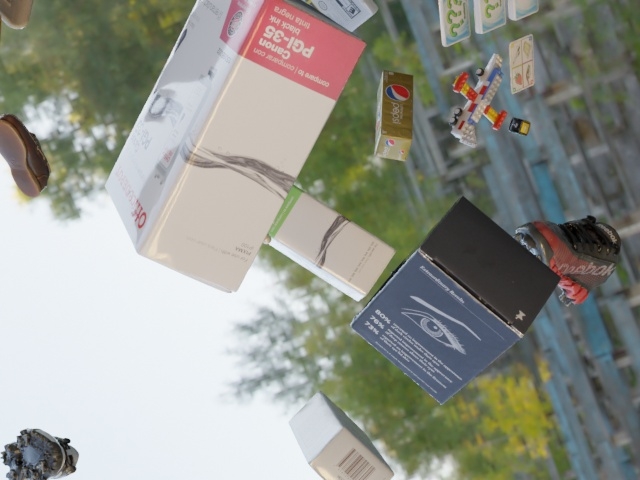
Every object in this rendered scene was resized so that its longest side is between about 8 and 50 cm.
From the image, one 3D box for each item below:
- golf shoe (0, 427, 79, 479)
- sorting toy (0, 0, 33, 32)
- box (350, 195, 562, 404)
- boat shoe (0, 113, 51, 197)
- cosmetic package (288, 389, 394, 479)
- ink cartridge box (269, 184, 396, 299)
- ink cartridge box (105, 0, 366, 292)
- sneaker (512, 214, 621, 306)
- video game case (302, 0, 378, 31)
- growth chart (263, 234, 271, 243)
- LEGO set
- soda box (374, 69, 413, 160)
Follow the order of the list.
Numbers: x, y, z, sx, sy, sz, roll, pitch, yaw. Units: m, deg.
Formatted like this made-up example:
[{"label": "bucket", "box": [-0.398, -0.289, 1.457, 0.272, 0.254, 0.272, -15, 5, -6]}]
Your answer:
[{"label": "golf shoe", "box": [-0.368, 0.289, 1.613, 0.198, 0.094, 0.077, -22, 77, 59]}, {"label": "sorting toy", "box": [-0.470, -0.411, 1.644, 0.196, 0.047, 0.348, 47, -143, -48]}, {"label": "box", "box": [0.154, 0.073, 1.382, 0.153, 0.207, 0.108, 41, -127, 2]}, {"label": "boat shoe", "box": [-0.586, -0.178, 2.339, 0.207, 0.073, 0.073, 83, -152, -50]}, {"label": "cosmetic package", "box": [0.028, 0.327, 1.872, 0.117, 0.085, 0.231, 45, 177, -10]}, {"label": "ink cartridge box", "box": [0.000, 0.000, 2.349, 0.273, 0.115, 0.198, 33, 174, 2]}, {"label": "ink cartridge box", "box": [-0.095, -0.119, 1.199, 0.117, 0.283, 0.207, 23, -167, -27]}, {"label": "sneaker", "box": [0.381, 0.011, 1.798, 0.098, 0.135, 0.276, 58, -166, 29]}, {"label": "video game case", "box": [-0.043, -0.408, 1.920, 0.227, 0.206, 0.026, 48, -131, -10]}, {"label": "growth chart", "box": [-0.158, -0.046, 2.047, 0.237, 0.172, 0.021, -80, -7, -67]}, {"label": "LEGO set", "box": [0.244, -0.238, 1.597, 0.060, 0.182, 0.244, 24, 130, 45]}, {"label": "soda box", "box": [0.137, -0.231, 2.187, 0.058, 0.061, 0.181, 104, 173, -48]}]
